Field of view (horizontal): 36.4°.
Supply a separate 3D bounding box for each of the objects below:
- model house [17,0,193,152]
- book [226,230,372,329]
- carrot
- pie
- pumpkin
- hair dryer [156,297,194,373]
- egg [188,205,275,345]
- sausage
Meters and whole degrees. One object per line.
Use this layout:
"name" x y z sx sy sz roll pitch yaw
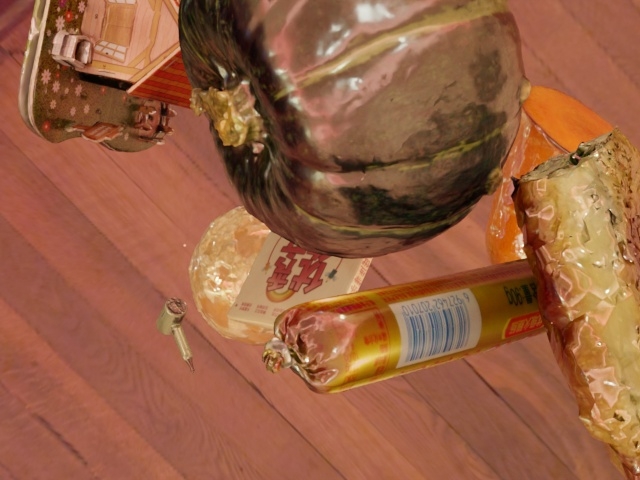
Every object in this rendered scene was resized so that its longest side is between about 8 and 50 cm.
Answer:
"model house" -0.173 -0.190 1.068 0.153 0.294 0.207 13 95 18
"book" 0.000 0.000 1.102 0.022 0.162 0.232 43 65 -39
"carrot" 0.333 -0.021 1.337 0.214 0.193 0.331 28 116 32
"pie" 0.237 0.065 0.726 0.102 0.354 0.288 -25 88 22
"pumpkin" 0.023 -0.143 0.827 0.241 0.323 0.323 -26 93 -26
"hair dryer" -0.265 0.186 1.838 0.047 0.071 0.150 -6 56 -30
"egg" -0.084 0.052 1.355 0.194 0.233 0.195 -10 53 14
"sausage" 0.097 0.063 0.778 0.371 0.082 0.082 -9 91 -44
